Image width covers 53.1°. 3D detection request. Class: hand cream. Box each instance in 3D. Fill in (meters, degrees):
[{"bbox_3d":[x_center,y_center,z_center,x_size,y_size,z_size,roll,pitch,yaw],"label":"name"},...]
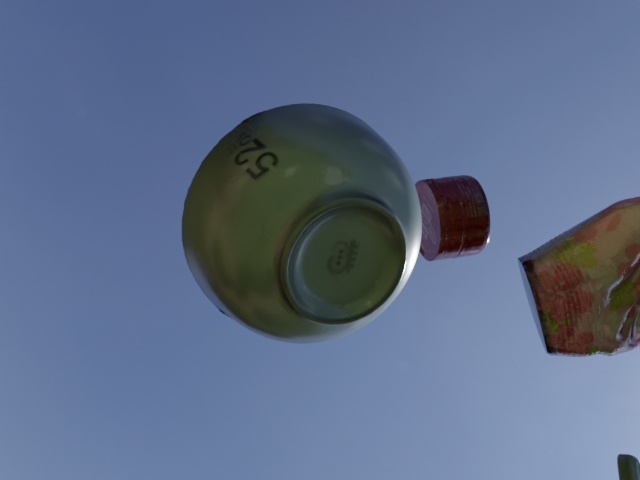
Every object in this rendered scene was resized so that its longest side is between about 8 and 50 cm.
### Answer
[{"bbox_3d":[0.291,-0.051,1.455,0.193,0.125,0.193,173,-90,-81],"label":"hand cream"}]

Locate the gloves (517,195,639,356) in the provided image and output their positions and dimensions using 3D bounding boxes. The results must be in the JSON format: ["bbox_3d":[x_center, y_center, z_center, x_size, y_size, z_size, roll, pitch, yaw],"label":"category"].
[{"bbox_3d":[0.290,0.018,0.511,0.241,0.126,0.145,-17,-91,12],"label":"gloves"}]

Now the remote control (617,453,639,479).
[{"bbox_3d":[0.535,0.501,1.057,0.038,0.310,0.090,-24,-59,33],"label":"remote control"}]

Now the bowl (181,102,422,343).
[{"bbox_3d":[0.000,0.000,0.882,0.185,0.353,0.354,-138,-139,-61],"label":"bowl"}]
